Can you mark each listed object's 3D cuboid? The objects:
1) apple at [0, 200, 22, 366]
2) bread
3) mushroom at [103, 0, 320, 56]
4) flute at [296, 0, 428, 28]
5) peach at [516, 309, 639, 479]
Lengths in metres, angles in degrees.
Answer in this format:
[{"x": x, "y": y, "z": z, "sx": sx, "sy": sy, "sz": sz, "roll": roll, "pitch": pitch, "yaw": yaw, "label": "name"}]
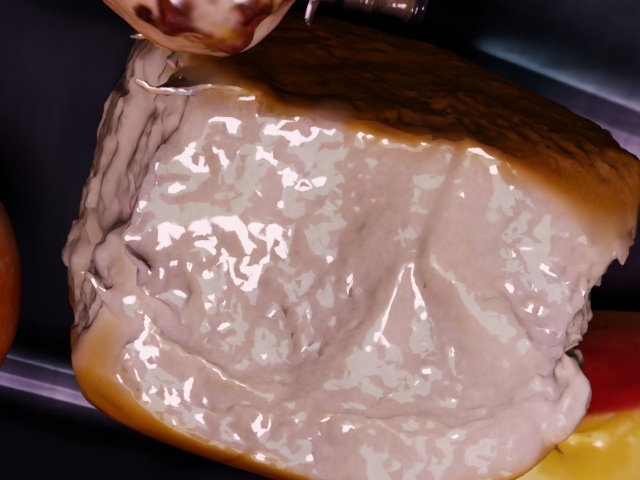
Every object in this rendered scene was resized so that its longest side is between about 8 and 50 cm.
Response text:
[{"x": -0.288, "y": 0.023, "z": 0.756, "sx": 0.235, "sy": 0.173, "sz": 0.210, "roll": 26, "pitch": 95, "yaw": -8, "label": "apple"}, {"x": 0.000, "y": 0.000, "z": 0.690, "sx": 0.250, "sy": 0.279, "sz": 0.224, "roll": 13, "pitch": 107, "yaw": -12, "label": "bread"}, {"x": -0.075, "y": -0.219, "z": 0.507, "sx": 0.267, "sy": 0.254, "sz": 0.267, "roll": -2, "pitch": 110, "yaw": -5, "label": "mushroom"}, {"x": -0.059, "y": -0.140, "z": 0.705, "sx": 0.233, "sy": 0.027, "sz": 0.027, "roll": 7, "pitch": 136, "yaw": -9, "label": "flute"}, {"x": 0.210, "y": 0.183, "z": 0.911, "sx": 0.380, "sy": 0.242, "sz": 0.306, "roll": 18, "pitch": 114, "yaw": -2, "label": "peach"}]
